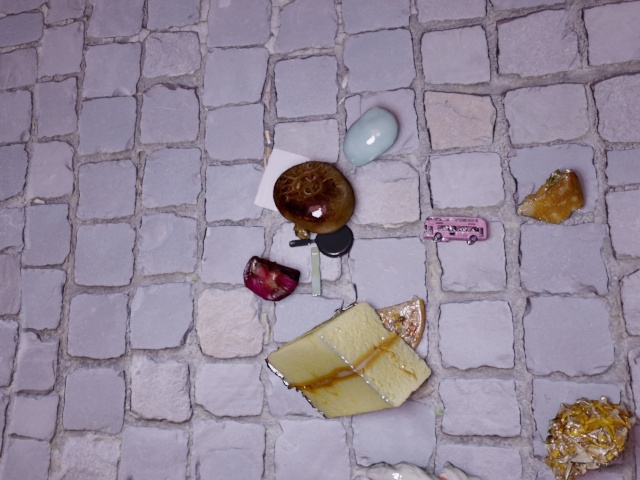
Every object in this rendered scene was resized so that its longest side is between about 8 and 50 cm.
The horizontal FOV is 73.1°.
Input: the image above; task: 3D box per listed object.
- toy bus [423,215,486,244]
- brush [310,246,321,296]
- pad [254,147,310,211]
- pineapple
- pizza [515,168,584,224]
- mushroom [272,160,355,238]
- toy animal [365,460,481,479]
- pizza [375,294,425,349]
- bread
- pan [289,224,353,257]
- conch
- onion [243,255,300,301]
[{"bbox_3d":[0.449,-0.035,1.448,0.203,0.063,0.090,2,79,8],"label":"toy bus"},{"bbox_3d":[-0.014,0.110,1.526,0.033,0.030,0.179,-7,70,16],"label":"brush"},{"bbox_3d":[-0.145,-0.220,1.607,0.156,0.004,0.232,19,85,12],"label":"pad"},{"bbox_3d":[0.761,0.563,1.254,0.334,0.158,0.161,-39,77,3],"label":"pineapple"},{"bbox_3d":[0.750,-0.127,1.410,0.226,0.069,0.147,-41,99,5],"label":"pizza"},{"bbox_3d":[-0.028,-0.144,1.490,0.297,0.163,0.278,24,84,20],"label":"mushroom"},{"bbox_3d":[0.316,0.737,1.318,0.308,0.266,0.188,7,62,53],"label":"toy animal"},{"bbox_3d":[0.249,0.265,1.444,0.195,0.052,0.185,8,80,11],"label":"pizza"},{"bbox_3d":[0.076,0.415,1.444,0.346,0.242,0.405,54,134,5],"label":"bread"},{"bbox_3d":[0.000,0.000,1.530,0.235,0.028,0.136,-7,71,9],"label":"pan"},{"bbox_3d":[0.169,-0.374,1.530,0.221,0.121,0.185,-50,47,5],"label":"conch"},{"bbox_3d":[-0.183,0.123,1.453,0.195,0.218,0.140,26,87,20],"label":"onion"}]
